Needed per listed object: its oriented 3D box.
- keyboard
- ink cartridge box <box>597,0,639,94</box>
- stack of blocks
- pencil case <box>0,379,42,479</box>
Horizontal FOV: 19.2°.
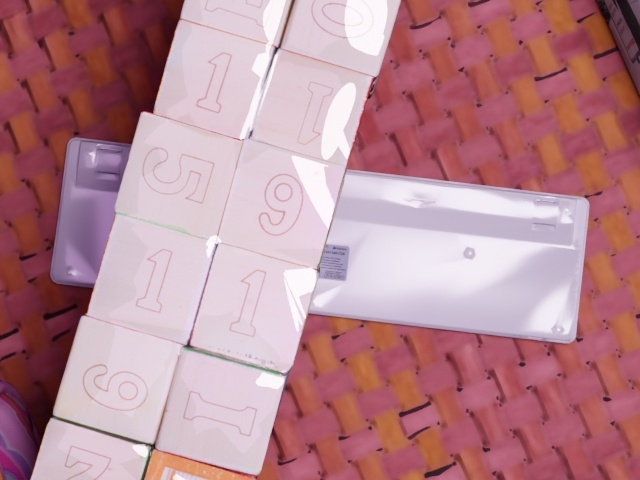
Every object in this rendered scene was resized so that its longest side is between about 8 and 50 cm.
[{"bbox_3d":[0.000,0.000,0.915,0.256,0.014,0.072,7,91,1],"label":"keyboard"},{"bbox_3d":[0.199,-0.158,0.889,0.153,0.087,0.208,-24,87,-2],"label":"ink cartridge box"},{"bbox_3d":[-0.035,-0.019,0.822,0.087,0.171,0.297,17,90,0],"label":"stack of blocks"},{"bbox_3d":[-0.255,0.155,0.851,0.284,0.124,0.124,-19,86,-1],"label":"pencil case"}]
